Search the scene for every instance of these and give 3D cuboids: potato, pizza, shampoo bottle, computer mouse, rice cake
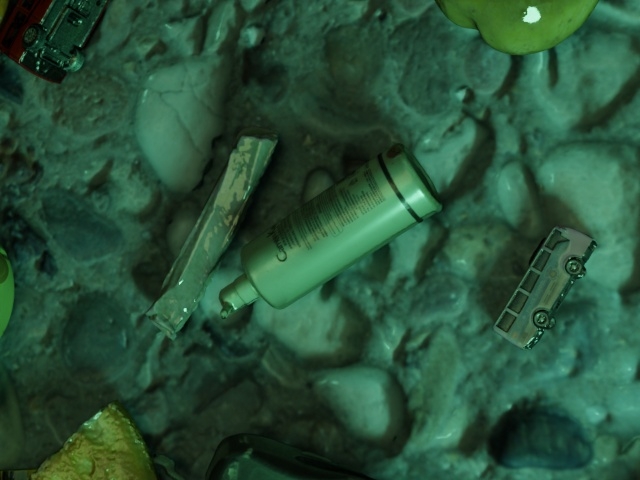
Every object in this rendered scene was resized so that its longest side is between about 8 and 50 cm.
[{"bbox_3d":[0.217,-0.336,0.896,0.191,0.141,0.296,21,87,21],"label":"potato"},{"bbox_3d":[-0.268,0.294,1.018,0.188,0.080,0.204,-8,74,-3],"label":"pizza"},{"bbox_3d":[0.000,0.000,0.953,0.262,0.085,0.085,-33,71,14],"label":"shampoo bottle"},{"bbox_3d":[-0.030,0.288,0.920,0.379,0.090,0.167,16,92,35],"label":"computer mouse"},{"bbox_3d":[-0.123,-0.013,1.024,0.055,0.049,0.270,26,92,1],"label":"rice cake"}]

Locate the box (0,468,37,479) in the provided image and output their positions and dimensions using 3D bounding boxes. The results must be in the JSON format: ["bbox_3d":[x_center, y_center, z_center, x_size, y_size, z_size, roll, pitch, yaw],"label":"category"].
[{"bbox_3d":[-0.381,0.324,1.083,0.155,0.023,0.087,-7,76,20],"label":"box"}]

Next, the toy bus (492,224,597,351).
[{"bbox_3d":[0.223,0.047,0.884,0.052,0.037,0.131,33,95,28],"label":"toy bus"}]

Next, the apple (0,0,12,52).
[{"bbox_3d":[-0.494,-0.299,1.142,0.164,0.209,0.210,14,86,23],"label":"apple"}]

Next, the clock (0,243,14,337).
[{"bbox_3d":[-0.495,0.063,1.132,0.235,0.096,0.308,8,84,24],"label":"clock"}]

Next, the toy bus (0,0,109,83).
[{"bbox_3d":[-0.331,-0.306,1.141,0.089,0.081,0.195,34,95,32],"label":"toy bus"}]
